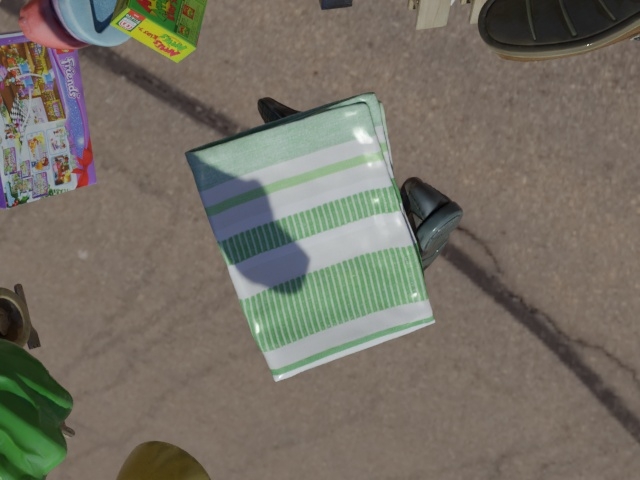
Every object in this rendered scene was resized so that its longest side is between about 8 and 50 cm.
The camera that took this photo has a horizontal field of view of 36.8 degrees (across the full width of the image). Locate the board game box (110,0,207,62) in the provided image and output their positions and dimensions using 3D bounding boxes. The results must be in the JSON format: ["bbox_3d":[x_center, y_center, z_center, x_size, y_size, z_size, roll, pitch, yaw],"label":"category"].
[{"bbox_3d":[-0.176,-0.309,1.125,0.092,0.181,0.043,27,148,-31],"label":"board game box"}]

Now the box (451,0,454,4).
[{"bbox_3d":[0.172,-0.554,1.588,0.215,0.168,0.345,11,169,-6],"label":"box"}]

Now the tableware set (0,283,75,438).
[{"bbox_3d":[-0.338,0.141,1.070,0.039,0.128,0.194,-16,91,24],"label":"tableware set"}]

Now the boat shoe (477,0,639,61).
[{"bbox_3d":[0.325,-0.252,1.020,0.307,0.110,0.104,-15,164,17],"label":"boat shoe"}]

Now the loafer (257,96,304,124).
[{"bbox_3d":[-0.036,-0.192,1.625,0.170,0.061,0.062,41,155,17],"label":"loafer"}]

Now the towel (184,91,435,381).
[{"bbox_3d":[0.000,0.000,1.212,0.248,0.038,0.324,-20,111,-6],"label":"towel"}]

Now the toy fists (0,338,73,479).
[{"bbox_3d":[-0.291,0.187,0.651,0.142,0.279,0.096,44,158,-11],"label":"toy fists"}]

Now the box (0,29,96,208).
[{"bbox_3d":[-0.506,-0.220,1.685,0.057,0.201,0.293,8,110,38],"label":"box"}]

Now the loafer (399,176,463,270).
[{"bbox_3d":[0.130,-0.010,1.364,0.084,0.096,0.267,50,159,12],"label":"loafer"}]

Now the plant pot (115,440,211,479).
[{"bbox_3d":[-0.213,0.335,1.211,0.134,0.095,0.134,9,115,21],"label":"plant pot"}]

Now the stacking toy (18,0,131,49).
[{"bbox_3d":[-0.346,-0.422,1.296,0.130,0.308,0.280,8,-178,42],"label":"stacking toy"}]

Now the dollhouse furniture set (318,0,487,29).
[{"bbox_3d":[0.112,-0.407,1.255,0.242,0.212,0.161,-9,147,-8],"label":"dollhouse furniture set"}]
